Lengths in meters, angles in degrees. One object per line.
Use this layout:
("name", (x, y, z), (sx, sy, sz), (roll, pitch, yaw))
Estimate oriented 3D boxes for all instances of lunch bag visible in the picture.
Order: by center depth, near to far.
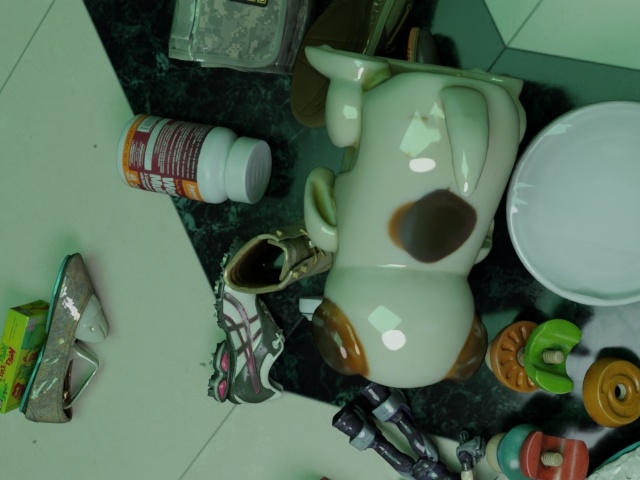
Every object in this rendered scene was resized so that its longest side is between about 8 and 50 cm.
("lunch bag", (-0.113, -0.360, 1.530), (0.169, 0.287, 0.235), (10, 99, 20))

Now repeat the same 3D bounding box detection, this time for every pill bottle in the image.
("pill bottle", (-0.197, -0.124, 1.689), (0.221, 0.121, 0.121), (11, 100, 19))

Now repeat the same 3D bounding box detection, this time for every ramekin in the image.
("ramekin", (0.379, -0.056, 1.448), (0.272, 0.127, 0.273), (1, 102, 3))

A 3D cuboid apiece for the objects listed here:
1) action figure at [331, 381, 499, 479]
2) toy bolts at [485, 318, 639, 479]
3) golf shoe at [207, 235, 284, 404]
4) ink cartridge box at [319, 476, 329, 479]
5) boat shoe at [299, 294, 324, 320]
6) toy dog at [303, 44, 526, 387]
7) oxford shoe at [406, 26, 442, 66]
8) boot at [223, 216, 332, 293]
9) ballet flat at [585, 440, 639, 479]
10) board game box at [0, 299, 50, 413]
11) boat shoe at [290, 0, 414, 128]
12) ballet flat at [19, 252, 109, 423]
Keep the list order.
("action figure", (0.154, 0.335, 1.629), (0.185, 0.099, 0.285), (-44, 84, 12))
("toy bolts", (0.326, 0.244, 1.541), (0.218, 0.158, 0.228), (21, 75, -21))
("golf shoe", (-0.111, 0.128, 1.712), (0.120, 0.105, 0.273), (5, 104, 4))
("ink cartridge box", (0.054, 0.471, 1.644), (0.218, 0.158, 0.092), (29, 105, 15))
("boat shoe", (0.093, 0.137, 1.630), (0.267, 0.096, 0.088), (8, 95, 11))
("toy dog", (0.129, -0.015, 1.367), (0.284, 0.395, 0.408), (3, 105, -23))
("oxford shoe", (0.190, -0.181, 1.557), (0.098, 0.097, 0.271), (-12, 102, 18))
("boot", (0.000, 0.000, 1.584), (0.262, 0.203, 0.095), (-21, 89, 23))
("ballet flat", (0.388, 0.410, 1.506), (0.409, 0.147, 0.147), (-39, 82, 29))
("board game box", (-0.515, 0.200, 1.862), (0.043, 0.092, 0.181), (21, 103, 16))
("boat shoe", (0.075, -0.310, 1.563), (0.123, 0.123, 0.342), (28, 97, 41))
("ballet flat", (-0.420, 0.173, 1.832), (0.106, 0.107, 0.316), (19, 109, -3))
